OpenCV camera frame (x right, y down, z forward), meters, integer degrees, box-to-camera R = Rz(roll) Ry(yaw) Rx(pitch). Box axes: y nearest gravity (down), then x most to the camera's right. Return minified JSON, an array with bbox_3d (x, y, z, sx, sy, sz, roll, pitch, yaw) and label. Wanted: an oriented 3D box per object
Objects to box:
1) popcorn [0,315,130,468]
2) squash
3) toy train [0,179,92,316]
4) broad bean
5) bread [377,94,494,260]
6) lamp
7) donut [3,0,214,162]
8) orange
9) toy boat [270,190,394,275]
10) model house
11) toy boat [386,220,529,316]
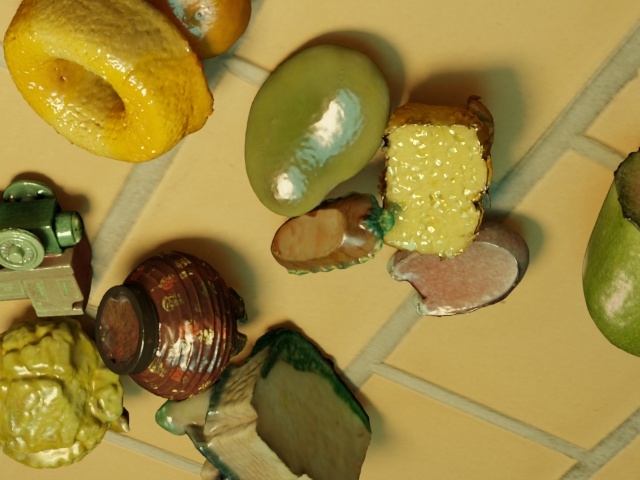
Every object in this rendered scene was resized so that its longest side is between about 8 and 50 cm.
[{"bbox_3d":[-0.453,0.257,1.944,0.258,0.224,0.270,-34,114,18],"label":"popcorn"},{"bbox_3d":[0.522,0.065,1.682,0.310,0.310,0.308,11,131,-6],"label":"squash"},{"bbox_3d":[-0.512,0.024,1.805,0.305,0.150,0.221,-4,136,4],"label":"toy train"},{"bbox_3d":[-0.009,-0.163,1.638,0.189,0.121,0.263,38,111,3],"label":"broad bean"},{"bbox_3d":[0.170,-0.107,1.657,0.160,0.147,0.260,4,137,10],"label":"bread"},{"bbox_3d":[-0.229,0.136,1.832,0.247,0.247,0.247,2,130,2],"label":"lamp"},{"bbox_3d":[-0.293,-0.218,1.525,0.303,0.110,0.303,25,150,16],"label":"donut"},{"bbox_3d":[-0.168,-0.316,1.516,0.155,0.134,0.154,-7,115,-14],"label":"orange"},{"bbox_3d":[-0.011,0.001,1.718,0.099,0.108,0.293,-1,170,-34],"label":"toy boat"},{"bbox_3d":[-0.113,0.336,1.988,0.284,0.243,0.298,-22,121,30],"label":"model house"},{"bbox_3d":[0.224,0.034,1.823,0.227,0.085,0.155,-20,118,33],"label":"toy boat"}]
